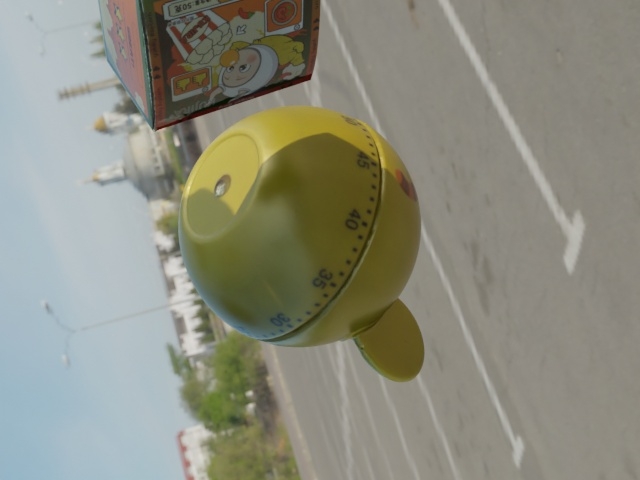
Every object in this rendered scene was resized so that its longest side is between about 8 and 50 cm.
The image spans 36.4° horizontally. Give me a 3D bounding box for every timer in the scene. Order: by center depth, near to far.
[{"bbox_3d":[0.000,0.000,1.381,0.386,0.376,0.376,27,-154,-36],"label":"timer"}]

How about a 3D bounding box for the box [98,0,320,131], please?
[{"bbox_3d":[-0.118,-0.242,1.014,0.148,0.194,0.178,55,154,33],"label":"box"}]
